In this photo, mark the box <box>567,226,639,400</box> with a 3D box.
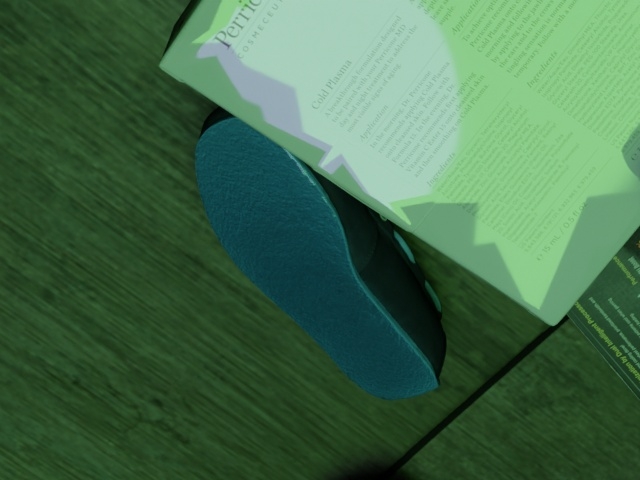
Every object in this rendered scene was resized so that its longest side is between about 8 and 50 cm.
[{"bbox_3d":[0.304,0.019,0.996,0.242,0.076,0.307,-36,113,18],"label":"box"}]

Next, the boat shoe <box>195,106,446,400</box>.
[{"bbox_3d":[0.000,0.000,0.978,0.109,0.089,0.258,-11,128,27],"label":"boat shoe"}]

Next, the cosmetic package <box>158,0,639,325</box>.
[{"bbox_3d":[0.130,-0.179,0.817,0.284,0.097,0.377,33,108,-14],"label":"cosmetic package"}]
